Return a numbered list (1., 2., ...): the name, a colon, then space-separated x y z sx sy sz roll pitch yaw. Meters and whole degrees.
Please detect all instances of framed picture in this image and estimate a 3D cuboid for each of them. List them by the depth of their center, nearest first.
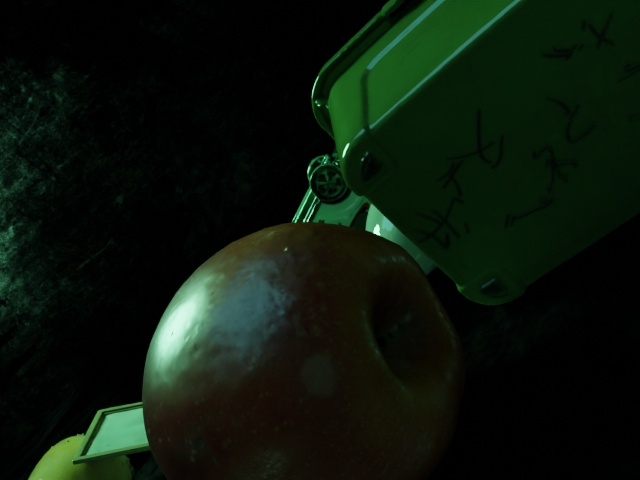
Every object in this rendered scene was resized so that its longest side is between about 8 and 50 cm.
1. framed picture: -0.203 0.234 0.907 0.200 0.010 0.136 -11 13 -2

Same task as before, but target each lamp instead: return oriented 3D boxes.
1. lamp: 0.086 0.016 0.754 0.106 0.106 0.193 -30 26 50

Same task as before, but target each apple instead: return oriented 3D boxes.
1. apple: -0.012 0.098 0.506 0.201 0.218 0.218 -27 19 35

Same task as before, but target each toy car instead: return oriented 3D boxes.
1. toy car: 0.000 0.000 1.024 0.136 0.125 0.306 -102 36 -78

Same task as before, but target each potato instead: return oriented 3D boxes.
1. potato: -0.320 0.343 0.873 0.146 0.150 0.234 -2 28 7

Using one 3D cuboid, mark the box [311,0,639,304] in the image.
1. box: 0.174 -0.118 0.570 0.328 0.252 0.178 -41 21 22
